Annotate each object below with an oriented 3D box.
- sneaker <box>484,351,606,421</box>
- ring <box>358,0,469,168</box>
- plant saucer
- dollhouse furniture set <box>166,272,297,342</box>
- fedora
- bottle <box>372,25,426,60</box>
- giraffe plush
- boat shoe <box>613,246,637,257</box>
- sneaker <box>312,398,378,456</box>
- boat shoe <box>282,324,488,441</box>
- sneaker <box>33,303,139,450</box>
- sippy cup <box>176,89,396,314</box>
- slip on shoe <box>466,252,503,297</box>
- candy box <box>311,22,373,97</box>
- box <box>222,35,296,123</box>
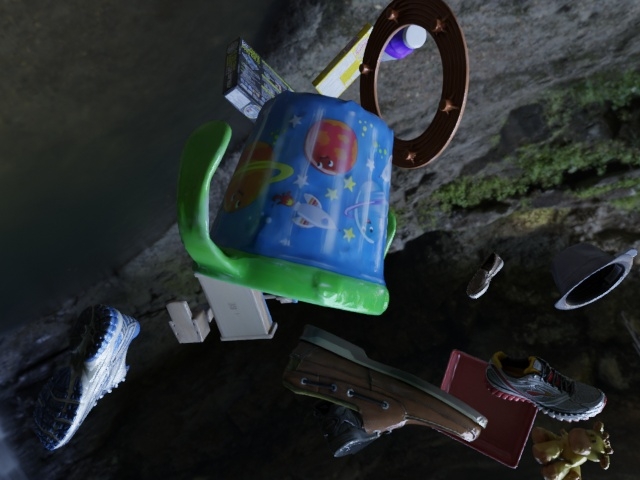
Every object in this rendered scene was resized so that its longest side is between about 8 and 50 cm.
[{"bbox_3d":[0.449,0.291,0.946,0.225,0.093,0.088,9,-147,28],"label":"sneaker"},{"bbox_3d":[0.164,-0.312,0.937,0.032,0.337,0.336,-9,172,-27],"label":"ring"},{"bbox_3d":[0.473,0.473,1.347,0.258,0.259,0.047,19,-168,26],"label":"plant saucer"},{"bbox_3d":[-0.215,0.087,1.221,0.286,0.198,0.303,-6,-154,16],"label":"dollhouse furniture set"},{"bbox_3d":[0.767,0.089,1.371,0.275,0.124,0.244,6,132,-38],"label":"fedora"},{"bbox_3d":[0.222,-0.618,1.444,0.092,0.118,0.283,-63,-155,6],"label":"bottle"},{"bbox_3d":[0.762,0.619,1.382,0.210,0.182,0.171,4,143,-24],"label":"giraffe plush"},{"bbox_3d":[0.999,0.054,1.558,0.100,0.035,0.035,-43,-176,31],"label":"boat shoe"},{"bbox_3d":[0.060,0.418,1.072,0.087,0.130,0.227,-39,148,9],"label":"sneaker"},{"bbox_3d":[0.090,0.241,0.710,0.111,0.307,0.105,80,35,-69],"label":"boat shoe"},{"bbox_3d":[-0.207,0.127,0.429,0.135,0.052,0.058,-63,152,-3],"label":"sneaker"},{"bbox_3d":[-0.014,-0.045,0.568,0.305,0.239,0.224,67,37,-84],"label":"sippy cup"},{"bbox_3d":[0.430,0.090,1.235,0.135,0.041,0.051,-46,-144,-8],"label":"slip on shoe"},{"bbox_3d":[0.072,-0.459,1.229,0.206,0.027,0.105,-45,154,7],"label":"candy box"},{"bbox_3d":[-0.168,-0.430,1.382,0.060,0.217,0.270,-24,143,28],"label":"box"}]
